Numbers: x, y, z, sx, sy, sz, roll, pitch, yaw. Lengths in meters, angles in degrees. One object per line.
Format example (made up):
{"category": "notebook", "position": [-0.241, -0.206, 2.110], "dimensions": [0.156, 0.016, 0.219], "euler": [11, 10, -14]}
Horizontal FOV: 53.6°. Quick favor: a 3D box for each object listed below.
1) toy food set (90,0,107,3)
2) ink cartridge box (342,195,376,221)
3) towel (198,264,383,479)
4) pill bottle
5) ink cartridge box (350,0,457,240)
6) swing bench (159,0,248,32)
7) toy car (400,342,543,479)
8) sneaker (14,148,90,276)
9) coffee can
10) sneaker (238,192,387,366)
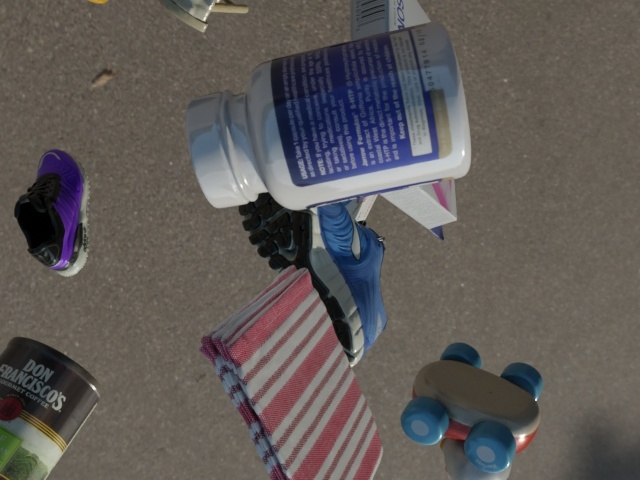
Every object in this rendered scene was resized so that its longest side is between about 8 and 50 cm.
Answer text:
{"category": "toy food set", "position": [-0.211, -0.325, 0.560], "dimensions": [0.111, 0.232, 0.104], "euler": [-9, 149, -51]}
{"category": "ink cartridge box", "position": [0.049, -0.077, 1.132], "dimensions": [0.122, 0.052, 0.088], "euler": [-19, 141, -53]}
{"category": "towel", "position": [-0.011, 0.130, 0.497], "dimensions": [0.029, 0.144, 0.197], "euler": [-18, 101, 28]}
{"category": "pill bottle", "position": [0.005, -0.082, 0.459], "dimensions": [0.187, 0.112, 0.112], "euler": [-11, 132, 7]}
{"category": "ink cartridge box", "position": [0.147, -0.197, 0.963], "dimensions": [0.071, 0.324, 0.330], "euler": [-11, 160, 30]}
{"category": "swing bench", "position": [-0.200, -0.574, 1.222], "dimensions": [0.165, 0.254, 0.253], "euler": [33, 120, -3]}
{"category": "toy car", "position": [0.251, 0.342, 1.087], "dimensions": [0.219, 0.210, 0.238], "euler": [-35, 135, -53]}
{"category": "sneaker", "position": [-0.563, -0.081, 1.313], "dimensions": [0.102, 0.293, 0.146], "euler": [-21, 157, 14]}
{"category": "coffee can", "position": [-0.550, 0.341, 1.123], "dimensions": [0.275, 0.202, 0.201], "euler": [-62, 146, -36]}
{"category": "sneaker", "position": [0.000, 0.000, 0.858], "dimensions": [0.130, 0.330, 0.147], "euler": [-16, -176, 39]}
